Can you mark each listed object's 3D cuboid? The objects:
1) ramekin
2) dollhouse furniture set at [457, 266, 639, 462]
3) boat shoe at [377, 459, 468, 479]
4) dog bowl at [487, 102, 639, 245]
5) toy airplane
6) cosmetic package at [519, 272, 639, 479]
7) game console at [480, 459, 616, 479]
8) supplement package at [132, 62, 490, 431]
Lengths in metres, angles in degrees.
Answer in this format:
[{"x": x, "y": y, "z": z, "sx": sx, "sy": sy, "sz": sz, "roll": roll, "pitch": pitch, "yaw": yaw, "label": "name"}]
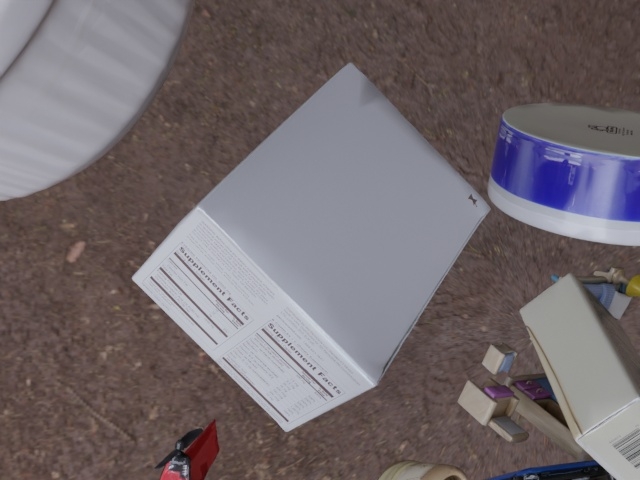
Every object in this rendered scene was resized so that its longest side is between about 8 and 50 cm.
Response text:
[{"x": -0.190, "y": -0.148, "z": 0.502, "sx": 0.272, "sy": 0.127, "sz": 0.273, "roll": -12, "pitch": 66, "yaw": 29, "label": "ramekin"}, {"x": 0.447, "y": 0.201, "z": 1.516, "sx": 0.198, "sy": 0.286, "sz": 0.303, "roll": 38, "pitch": 114, "yaw": 41, "label": "dollhouse furniture set"}, {"x": 0.089, "y": 0.416, "z": 0.989, "sx": 0.121, "sy": 0.110, "sz": 0.341, "roll": 22, "pitch": 69, "yaw": -24, "label": "boat shoe"}, {"x": 0.346, "y": -0.089, "z": 1.091, "sx": 0.264, "sy": 0.265, "sz": 0.104, "roll": 11, "pitch": 112, "yaw": 15, "label": "dog bowl"}, {"x": -0.092, "y": 0.184, "z": 0.549, "sx": 0.028, "sy": 0.151, "sz": 0.151, "roll": 17, "pitch": 88, "yaw": 14, "label": "toy airplane"}, {"x": 0.425, "y": 0.207, "z": 1.338, "sx": 0.113, "sy": 0.309, "sz": 0.160, "roll": -40, "pitch": 114, "yaw": 17, "label": "cosmetic package"}, {"x": 0.377, "y": 0.469, "z": 1.456, "sx": 0.250, "sy": 0.293, "sz": 0.173, "roll": 0, "pitch": 68, "yaw": -24, "label": "game console"}, {"x": 0.000, "y": 0.000, "z": 0.822, "sx": 0.204, "sy": 0.262, "sz": 0.145, "roll": 45, "pitch": 137, "yaw": -6, "label": "supplement package"}]
